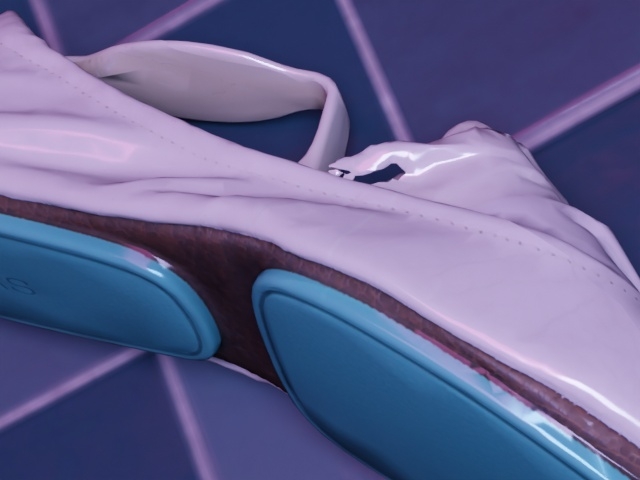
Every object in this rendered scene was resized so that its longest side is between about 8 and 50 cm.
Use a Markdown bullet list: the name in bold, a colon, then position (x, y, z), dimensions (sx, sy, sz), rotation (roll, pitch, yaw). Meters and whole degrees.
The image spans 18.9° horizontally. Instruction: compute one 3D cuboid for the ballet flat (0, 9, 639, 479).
- **ballet flat**: position (0.000, 0.000, 0.691), dimensions (0.400, 0.139, 0.139), rotation (20, 82, 27)
